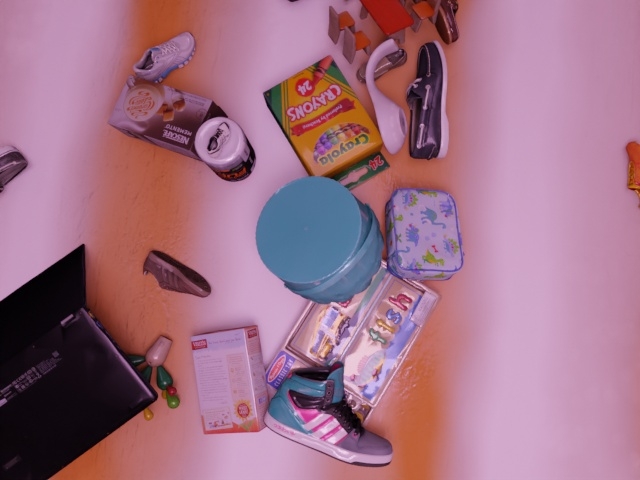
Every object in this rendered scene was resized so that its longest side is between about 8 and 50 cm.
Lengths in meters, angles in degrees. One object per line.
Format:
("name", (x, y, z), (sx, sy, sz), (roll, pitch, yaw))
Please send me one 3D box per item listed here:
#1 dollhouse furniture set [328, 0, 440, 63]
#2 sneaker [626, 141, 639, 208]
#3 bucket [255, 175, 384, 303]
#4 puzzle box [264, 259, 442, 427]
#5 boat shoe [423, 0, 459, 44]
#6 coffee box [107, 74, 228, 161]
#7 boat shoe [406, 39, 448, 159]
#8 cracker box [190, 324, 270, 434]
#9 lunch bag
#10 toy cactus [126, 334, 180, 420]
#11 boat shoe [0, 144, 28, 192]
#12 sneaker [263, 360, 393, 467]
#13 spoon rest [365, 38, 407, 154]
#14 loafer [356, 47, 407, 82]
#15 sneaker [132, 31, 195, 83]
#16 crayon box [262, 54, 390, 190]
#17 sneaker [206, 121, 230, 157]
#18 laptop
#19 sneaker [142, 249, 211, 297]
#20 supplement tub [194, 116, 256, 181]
("dollhouse furniture set", (0.134, -0.618, 1.102), (0.262, 0.135, 0.259), (-28, 73, -8))
("sneaker", (0.799, -0.164, 1.092), (0.068, 0.064, 0.175), (-16, 80, 10))
("bucket", (0.000, 0.000, 0.994), (0.281, 0.183, 0.281), (-6, 72, 18))
("puzzle box", (0.075, 0.234, 1.068), (0.272, 0.052, 0.408), (31, 85, 6))
("boat shoe", (0.325, -0.619, 1.152), (0.073, 0.073, 0.206), (-21, 83, 1))
("coffee box", (-0.382, -0.304, 1.104), (0.247, 0.098, 0.141), (21, 85, 13))
("boat shoe", (0.262, -0.354, 1.103), (0.091, 0.114, 0.302), (-3, 82, -5))
("cracker box", (-0.211, 0.327, 1.034), (0.156, 0.067, 0.232), (-12, 83, 23))
("lunch bag", (0.247, -0.012, 1.050), (0.176, 0.090, 0.218), (1, 69, -6))
("toy cactus", (-0.425, 0.315, 1.056), (0.219, 0.112, 0.180), (23, 74, 13))
("boat shoe", (-0.859, -0.151, 1.126), (0.219, 0.078, 0.070), (-42, 83, -5))
("sneaker", (0.040, 0.366, 0.972), (0.296, 0.124, 0.178), (19, 91, 2))
("spoon rest", (0.163, -0.350, 1.095), (0.084, 0.137, 0.276), (-5, 85, 27))
("loafer", (0.161, -0.466, 1.150), (0.148, 0.050, 0.056), (-31, 83, -2))
("sneaker", (-0.411, -0.486, 1.153), (0.191, 0.083, 0.071), (-45, 83, -5))
("crayon box", (0.020, -0.282, 1.117), (0.202, 0.081, 0.318), (-31, 84, -3))
("sneaker", (-0.219, -0.220, 0.945), (0.032, 0.037, 0.083), (19, 83, 6))
("laptop", (-0.637, 0.287, 1.038), (0.382, 0.236, 0.408), (-36, 97, -2))
("sneaker", (-0.361, 0.099, 1.099), (0.188, 0.066, 0.071), (33, 102, 10))
("supplement tub", (-0.221, -0.210, 1.059), (0.117, 0.190, 0.116), (0, 83, 3))
